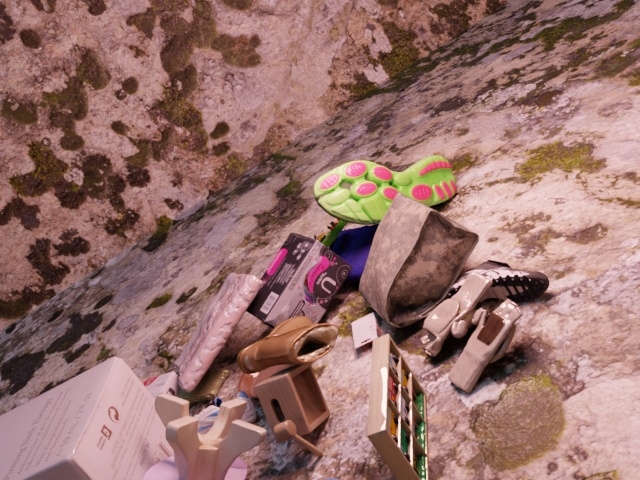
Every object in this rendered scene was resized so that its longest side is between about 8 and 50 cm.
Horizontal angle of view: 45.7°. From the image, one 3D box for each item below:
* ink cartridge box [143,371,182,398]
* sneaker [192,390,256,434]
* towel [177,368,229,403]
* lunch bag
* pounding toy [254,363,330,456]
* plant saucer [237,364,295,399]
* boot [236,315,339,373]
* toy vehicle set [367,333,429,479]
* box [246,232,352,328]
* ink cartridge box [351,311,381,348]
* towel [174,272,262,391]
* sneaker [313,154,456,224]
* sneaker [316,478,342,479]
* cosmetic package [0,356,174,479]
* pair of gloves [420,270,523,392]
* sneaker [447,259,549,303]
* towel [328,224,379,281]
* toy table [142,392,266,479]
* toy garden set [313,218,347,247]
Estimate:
[{"bbox_3d":[-0.446,0.435,2.040,0.109,0.063,0.150,-20,26,28],"label":"ink cartridge box"},{"bbox_3d":[-0.263,0.420,1.782,0.237,0.086,0.085,-22,-9,12],"label":"sneaker"},{"bbox_3d":[-0.314,0.389,2.010,0.148,0.027,0.110,-19,25,32],"label":"towel"},{"bbox_3d":[0.212,0.058,1.803,0.287,0.168,0.235,-61,18,5],"label":"lunch bag"},{"bbox_3d":[-0.065,0.367,1.555,0.094,0.181,0.206,-23,-4,21],"label":"pounding toy"},{"bbox_3d":[-0.111,0.325,1.863,0.198,0.036,0.199,-28,22,12],"label":"plant saucer"},{"bbox_3d":[-0.039,0.225,1.699,0.236,0.089,0.269,-32,4,-36],"label":"boot"},{"bbox_3d":[0.144,0.314,1.379,0.035,0.166,0.267,-25,24,18],"label":"toy vehicle set"},{"bbox_3d":[-0.059,0.126,1.990,0.247,0.142,0.163,-58,28,-8],"label":"box"},{"bbox_3d":[0.110,0.221,1.799,0.062,0.029,0.115,-27,24,11],"label":"ink cartridge box"},{"bbox_3d":[-0.284,0.232,2.039,0.332,0.053,0.317,-58,13,-8],"label":"towel"},{"bbox_3d":[0.173,-0.124,2.131,0.482,0.185,0.202,-7,-12,-37],"label":"sneaker"},{"bbox_3d":[-0.055,0.481,1.409,0.209,0.082,0.069,-24,21,15],"label":"sneaker"},{"bbox_3d":[-0.529,0.527,1.612,0.393,0.327,0.329,-27,23,15],"label":"cosmetic package"},{"bbox_3d":[0.297,0.174,1.540,0.204,0.042,0.240,-50,25,6],"label":"pair of gloves"},{"bbox_3d":[0.392,0.081,1.652,0.234,0.078,0.106,-13,31,43],"label":"sneaker"},{"bbox_3d":[0.129,0.042,2.098,0.308,0.076,0.228,-10,34,46],"label":"towel"},{"bbox_3d":[-0.236,0.418,1.519,0.252,0.161,0.274,12,6,12],"label":"toy table"},{"bbox_3d":[0.000,0.000,2.239,0.244,0.049,0.204,-49,3,39],"label":"toy garden set"}]
